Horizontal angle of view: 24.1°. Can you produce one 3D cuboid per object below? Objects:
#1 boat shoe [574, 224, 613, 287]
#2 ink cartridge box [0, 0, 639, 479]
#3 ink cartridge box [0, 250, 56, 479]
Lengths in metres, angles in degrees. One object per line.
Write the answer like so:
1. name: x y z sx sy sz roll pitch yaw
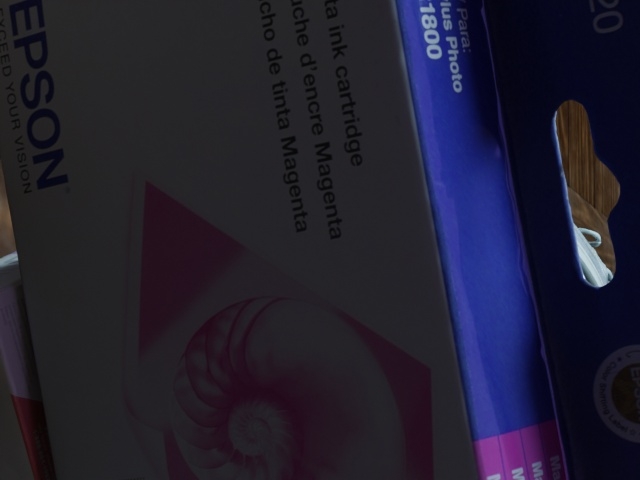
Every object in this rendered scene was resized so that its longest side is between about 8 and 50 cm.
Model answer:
1. boat shoe: 0.238 0.062 1.476 0.320 0.118 0.103 55 33 -47
2. ink cartridge box: 0.000 0.000 0.700 0.071 0.330 0.324 -6 85 -59
3. ink cartridge box: -0.135 0.056 0.852 0.198 0.067 0.115 -30 110 -57
